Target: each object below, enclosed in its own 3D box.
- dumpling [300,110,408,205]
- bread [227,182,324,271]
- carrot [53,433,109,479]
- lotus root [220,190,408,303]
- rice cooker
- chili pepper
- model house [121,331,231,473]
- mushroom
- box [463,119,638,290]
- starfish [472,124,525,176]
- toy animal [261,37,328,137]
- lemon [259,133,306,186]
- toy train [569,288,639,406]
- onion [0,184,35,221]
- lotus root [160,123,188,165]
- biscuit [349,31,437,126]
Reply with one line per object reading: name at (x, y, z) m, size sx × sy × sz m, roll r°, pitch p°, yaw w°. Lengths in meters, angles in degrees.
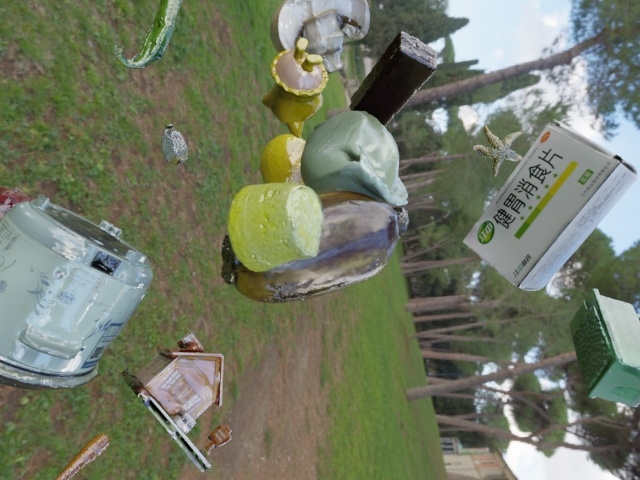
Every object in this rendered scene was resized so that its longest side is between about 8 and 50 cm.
dumpling at (0.088, -0.191, 1.031) m, size 0.211 × 0.270 × 0.320 m, roll 96°, pitch -1°, yaw -52°
bread at (-0.065, -0.026, 0.629) m, size 0.111 × 0.115 × 0.129 m, roll 54°, pitch 35°, yaw -49°
carrot at (-0.575, 0.530, 1.058) m, size 0.216 × 0.048 × 0.048 m, roll -44°, pitch 127°, yaw -82°
lotus root at (0.000, 0.000, 0.853) m, size 0.196 × 0.398 × 0.179 m, roll 52°, pitch -35°, yaw 41°
rice cooker at (-0.448, 0.097, 0.734) m, size 0.264 × 0.317 × 0.316 m, roll 38°, pitch 41°, yaw -45°
chili pepper at (-0.372, -0.538, 1.044) m, size 0.085 × 0.077 × 0.358 m, roll 77°, pitch 24°, yaw -63°
model house at (-0.254, 0.292, 0.863) m, size 0.207 × 0.154 × 0.294 m, roll 53°, pitch -28°, yaw -10°
mushroom at (-0.007, -0.545, 1.151) m, size 0.189 × 0.254 × 0.195 m, roll -114°, pitch -173°, yaw -59°
box at (0.495, -0.069, 0.971) m, size 0.145 × 0.332 × 0.173 m, roll 7°, pitch 31°, yaw -44°
starfish at (0.658, -0.334, 1.592) m, size 0.208 × 0.176 × 0.053 m, roll 36°, pitch 16°, yaw -23°
toy animal at (-0.059, -0.374, 1.080) m, size 0.229 × 0.156 × 0.155 m, roll 120°, pitch -27°, yaw -57°
lemon at (-0.118, -0.274, 1.703) m, size 0.233 × 0.234 × 0.288 m, roll 56°, pitch 18°, yaw -71°
toy train at (0.692, 0.247, 0.981) m, size 0.266 × 0.202 × 0.145 m, roll -61°, pitch 163°, yaw -54°
onion at (-0.804, -0.055, 1.148) m, size 0.227 × 0.120 × 0.283 m, roll 33°, pitch 8°, yaw -37°
lotus root at (-0.514, -0.336, 1.541) m, size 0.088 × 0.088 × 0.165 m, roll 32°, pitch 39°, yaw -78°
biscuit at (0.168, -0.373, 1.073) m, size 0.252 × 0.106 × 0.070 m, roll -44°, pitch -147°, yaw 54°
